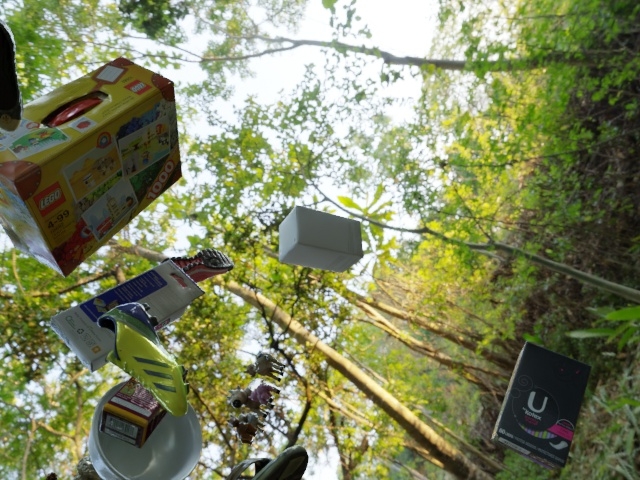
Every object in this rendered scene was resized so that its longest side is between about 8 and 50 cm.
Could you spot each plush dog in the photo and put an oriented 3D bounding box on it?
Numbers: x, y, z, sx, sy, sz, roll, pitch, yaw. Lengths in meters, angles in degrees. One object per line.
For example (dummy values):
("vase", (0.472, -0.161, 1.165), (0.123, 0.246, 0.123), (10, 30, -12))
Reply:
("plush dog", (-0.957, 0.996, 1.547), (0.225, 0.262, 0.210), (11, -67, -37))

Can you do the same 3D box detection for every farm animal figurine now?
("farm animal figurine", (-0.264, 0.597, 1.596), (0.327, 0.172, 0.330), (78, -144, -72))

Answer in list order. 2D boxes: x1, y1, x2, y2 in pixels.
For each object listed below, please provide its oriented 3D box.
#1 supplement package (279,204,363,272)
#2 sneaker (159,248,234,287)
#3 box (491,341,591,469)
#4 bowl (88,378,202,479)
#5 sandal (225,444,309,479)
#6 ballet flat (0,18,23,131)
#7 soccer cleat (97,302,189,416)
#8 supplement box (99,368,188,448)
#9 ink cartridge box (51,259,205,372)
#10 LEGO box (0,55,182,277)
("supplement package", (0.000, 0.000, 1.632), (0.293, 0.177, 0.175), (13, -122, -25))
("sneaker", (-0.505, 0.124, 1.642), (0.314, 0.116, 0.136), (-7, -41, -40))
("box", (0.589, 0.441, 1.094), (0.270, 0.165, 0.143), (-60, -29, -21))
("bowl", (-0.467, 0.518, 1.046), (0.134, 0.298, 0.298), (-45, -24, 16))
("sandal", (-0.148, 0.481, 0.789), (0.303, 0.086, 0.120), (-44, -39, 19))
("ballet flat", (-0.500, -0.253, 0.630), (0.057, 0.049, 0.173), (-10, -56, -36))
("soccer cleat", (-0.376, 0.258, 0.859), (0.121, 0.289, 0.093), (-17, -34, -42))
("supplement box", (-0.409, 0.372, 0.959), (0.188, 0.104, 0.081), (-60, -10, -67))
("ink cartridge box", (-0.535, 0.199, 1.172), (0.371, 0.176, 0.069), (-35, -23, -45))
("LEGO box", (-0.626, -0.210, 1.123), (0.500, 0.193, 0.372), (-57, -10, -38))
